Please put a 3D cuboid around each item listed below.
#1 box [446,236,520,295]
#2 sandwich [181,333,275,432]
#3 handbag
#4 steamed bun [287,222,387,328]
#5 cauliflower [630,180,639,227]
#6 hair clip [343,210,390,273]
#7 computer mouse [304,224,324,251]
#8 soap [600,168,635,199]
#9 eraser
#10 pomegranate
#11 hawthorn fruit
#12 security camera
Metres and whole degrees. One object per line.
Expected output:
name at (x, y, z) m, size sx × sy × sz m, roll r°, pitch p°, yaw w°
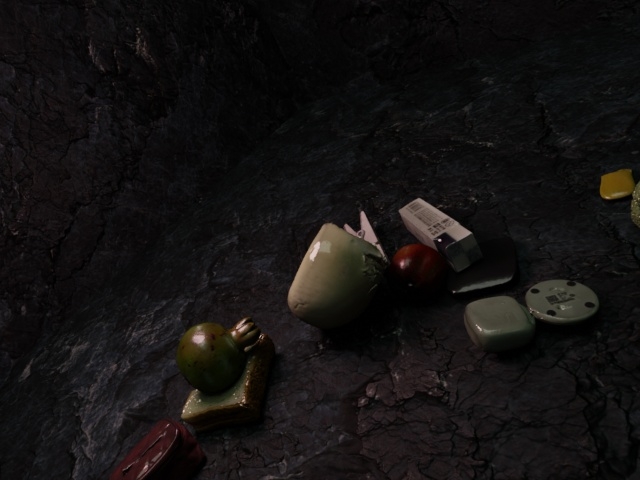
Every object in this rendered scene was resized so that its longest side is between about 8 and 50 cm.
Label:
box at (0.461, 0.073, 1.400) m, size 0.201 × 0.042 × 0.212 m, roll -17°, pitch 30°, yaw 23°
sandwich at (-0.268, 0.422, 1.453) m, size 0.249 × 0.095 × 0.273 m, roll -22°, pitch 30°, yaw 22°
handbag at (-0.429, 0.590, 1.285) m, size 0.225 × 0.135 × 0.146 m, roll -46°, pitch 28°, yaw -25°
steamed bun at (0.055, 0.121, 1.469) m, size 0.311 × 0.233 × 0.334 m, roll -65°, pitch -7°, yaw 9°
cauliflower at (0.902, -0.087, 1.127) m, size 0.273 × 0.275 × 0.250 m, roll 1°, pitch 71°, yaw -4°
hair clip at (0.166, 0.019, 1.717) m, size 0.101 × 0.085 × 0.330 m, roll -29°, pitch 34°, yaw 6°
computer mouse at (0.000, 0.000, 1.906) m, size 0.147 × 0.088 × 0.264 m, roll -33°, pitch 31°, yaw -1°
soap at (0.865, -0.171, 1.432) m, size 0.089 × 0.033 × 0.168 m, roll -8°, pitch 34°, yaw 30°
eraser at (0.367, -0.029, 1.547) m, size 0.098 × 0.096 × 0.404 m, roll -30°, pitch 22°, yaw 1°
pomegranate at (-0.298, 0.312, 1.392) m, size 0.241 × 0.159 × 0.189 m, roll -18°, pitch 33°, yaw 18°
hawthorn fruit at (0.282, 0.083, 1.432) m, size 0.169 × 0.169 × 0.188 m, roll -5°, pitch 31°, yaw 38°
security camera at (0.499, 0.178, 1.165) m, size 0.302 × 0.080 × 0.157 m, roll -16°, pitch 28°, yaw 5°
